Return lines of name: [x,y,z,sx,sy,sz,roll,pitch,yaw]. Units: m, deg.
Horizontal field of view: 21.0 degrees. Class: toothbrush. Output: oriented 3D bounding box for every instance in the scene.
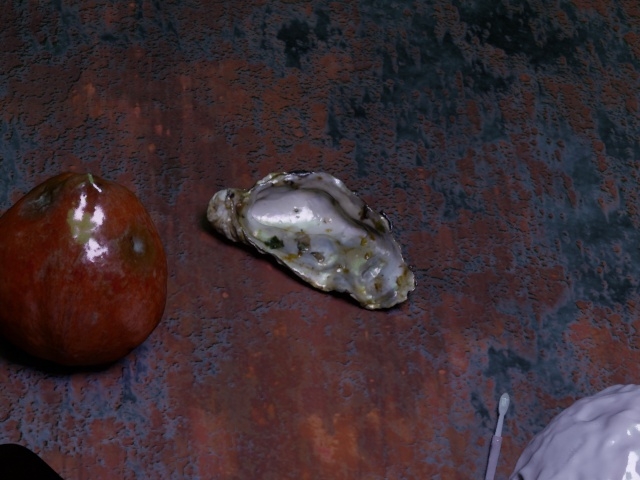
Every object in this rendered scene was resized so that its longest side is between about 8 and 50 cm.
toothbrush: [0.219,0.266,2.169,0.014,0.017,0.194,16,43,2]

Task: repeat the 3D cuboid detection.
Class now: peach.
peach: [-0.297,0.024,2.125,0.232,0.257,0.232,8,46,-9]

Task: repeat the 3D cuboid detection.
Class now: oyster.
oyster: [-0.004,0.005,2.352,0.294,0.094,0.166,41,67,14]

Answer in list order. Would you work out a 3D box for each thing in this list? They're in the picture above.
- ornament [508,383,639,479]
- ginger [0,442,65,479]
ornament: [0.357,0.318,1.919,0.337,0.337,0.337,7,43,-7]
ginger: [-0.353,0.431,1.761,0.358,0.211,0.413,-15,39,-9]
